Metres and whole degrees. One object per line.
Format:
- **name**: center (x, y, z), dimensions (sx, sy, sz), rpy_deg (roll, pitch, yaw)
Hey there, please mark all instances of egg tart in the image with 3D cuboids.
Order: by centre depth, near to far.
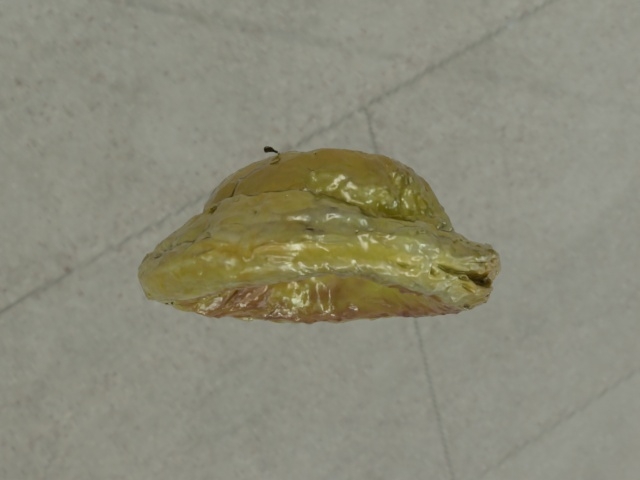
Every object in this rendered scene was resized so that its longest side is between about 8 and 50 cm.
- **egg tart**: center (0.000, 0.000, 1.126), dimensions (0.319, 0.319, 0.128), rpy_deg (12, 74, -41)
